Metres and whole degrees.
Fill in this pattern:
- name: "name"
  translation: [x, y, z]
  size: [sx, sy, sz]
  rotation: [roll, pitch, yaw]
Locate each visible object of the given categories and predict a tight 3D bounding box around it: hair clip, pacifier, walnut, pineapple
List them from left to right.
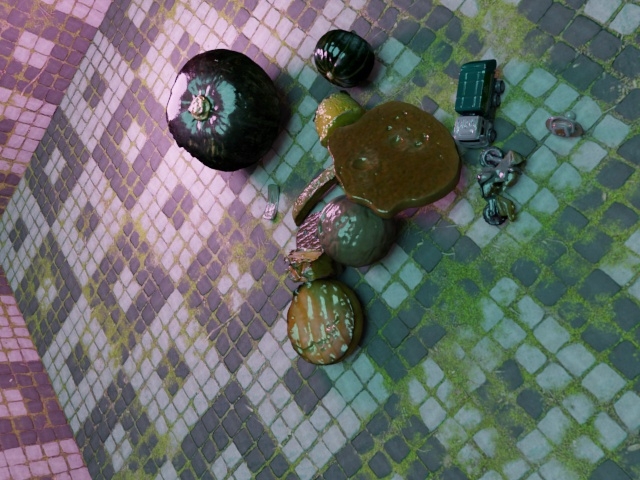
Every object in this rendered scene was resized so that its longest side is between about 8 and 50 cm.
- name: "hair clip"
  translation: [-0.187, -0.146, 2.135]
  size: [0.054, 0.022, 0.137]
  rotation: [5, 87, 36]
- name: "pineapple"
  translation: [-0.025, 0.085, 1.872]
  size: [0.236, 0.186, 0.114]
  rotation: [-157, 55, -72]
- name: "walnut"
  translation: [0.112, -0.027, 1.768]
  size: [0.248, 0.248, 0.248]
  rotation: [-6, 80, 36]
- name: "pacifier"
  translation: [0.662, -0.320, 1.515]
  size: [0.099, 0.081, 0.078]
  rotation: [22, 68, 36]

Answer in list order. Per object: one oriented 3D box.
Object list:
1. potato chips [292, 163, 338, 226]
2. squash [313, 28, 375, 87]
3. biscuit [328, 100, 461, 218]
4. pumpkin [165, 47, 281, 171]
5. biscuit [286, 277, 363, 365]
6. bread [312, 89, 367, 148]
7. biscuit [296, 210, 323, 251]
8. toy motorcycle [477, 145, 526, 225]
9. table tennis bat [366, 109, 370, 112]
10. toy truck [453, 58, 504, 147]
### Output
- name: "potato chips"
  translation: [0.023, -0.199, 1.958]
  size: [0.407, 0.080, 0.057]
  rotation: [-41, 51, 24]
- name: "squash"
  translation: [0.080, -0.612, 1.892]
  size: [0.172, 0.218, 0.218]
  rotation: [-41, 56, -13]
- name: "biscuit"
  translation: [0.223, -0.246, 1.698]
  size: [0.365, 0.062, 0.385]
  rotation: [-28, 60, -1]
- name: "pumpkin"
  translation: [-0.358, -0.485, 2.111]
  size: [0.455, 0.344, 0.454]
  rotation: [3, 97, 25]
- name: "biscuit"
  translation: [0.016, 0.270, 1.880]
  size: [0.296, 0.102, 0.296]
  rotation: [-6, 80, 38]
- name: "bread"
  translation: [0.068, -0.394, 1.878]
  size: [0.197, 0.197, 0.170]
  rotation: [-44, 55, 23]
- name: "biscuit"
  translation: [0.000, 0.000, 1.968]
  size: [0.212, 0.036, 0.212]
  rotation: [-4, 83, 37]
- name: "toy motorcycle"
  translation: [0.514, -0.158, 1.582]
  size: [0.130, 0.094, 0.229]
  rotation: [-5, 86, 34]
- name: "table tennis bat"
  translation: [0.228, -0.361, 1.865]
  size: [0.234, 0.022, 0.131]
  rotation: [45, 110, 30]
- name: "toy truck"
  translation: [0.456, -0.404, 1.643]
  size: [0.114, 0.124, 0.253]
  rotation: [7, 86, 39]
